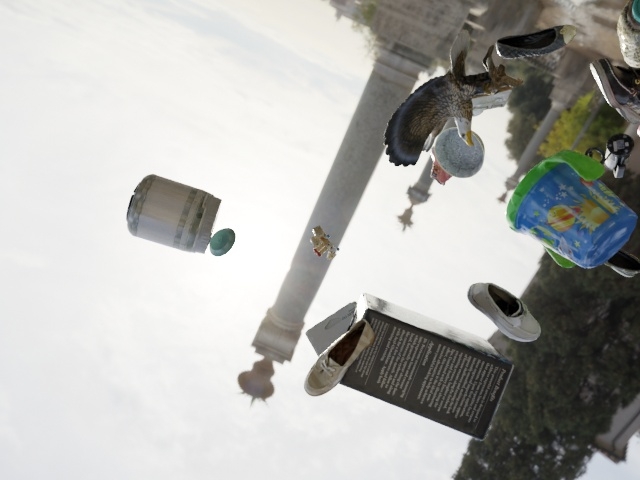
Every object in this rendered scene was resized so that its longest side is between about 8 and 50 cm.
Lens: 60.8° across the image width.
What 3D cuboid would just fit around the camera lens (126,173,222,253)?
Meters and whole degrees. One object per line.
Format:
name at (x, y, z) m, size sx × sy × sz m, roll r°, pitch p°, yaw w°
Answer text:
camera lens at (-0.488, -0.087, 1.820) m, size 0.275 × 0.219 × 0.219 m, roll 18°, pitch -157°, yaw -9°

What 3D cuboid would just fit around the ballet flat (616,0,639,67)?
ballet flat at (0.774, -0.348, 0.925) m, size 0.483 × 0.164 × 0.182 m, roll 12°, pitch 160°, yaw 32°

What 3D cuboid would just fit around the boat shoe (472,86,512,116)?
boat shoe at (0.501, -0.449, 1.795) m, size 0.277 × 0.096 × 0.098 m, roll -12°, pitch -141°, yaw -13°

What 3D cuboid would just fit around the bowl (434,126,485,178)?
bowl at (0.453, -0.288, 1.716) m, size 0.170 × 0.170 × 0.080 m, roll 34°, pitch -131°, yaw 24°

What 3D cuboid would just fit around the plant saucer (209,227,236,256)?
plant saucer at (-0.359, 0.001, 1.968) m, size 0.119 × 0.119 × 0.021 m, roll 45°, pitch 179°, yaw 41°

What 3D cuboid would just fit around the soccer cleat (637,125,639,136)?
soccer cleat at (1.063, -0.339, 1.542) m, size 0.331 × 0.116 × 0.143 m, roll -19°, pitch -124°, yaw -15°

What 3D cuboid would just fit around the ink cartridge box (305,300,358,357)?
ink cartridge box at (0.088, 0.335, 1.831) m, size 0.114 × 0.197 × 0.273 m, roll 57°, pitch 180°, yaw 30°

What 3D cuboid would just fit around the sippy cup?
sippy cup at (0.611, -0.059, 1.313) m, size 0.306 × 0.240 × 0.224 m, roll 19°, pitch -156°, yaw -46°

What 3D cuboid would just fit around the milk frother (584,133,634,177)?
milk frother at (1.011, -0.295, 1.923) m, size 0.143 × 0.129 × 0.135 m, roll 15°, pitch 169°, yaw 26°

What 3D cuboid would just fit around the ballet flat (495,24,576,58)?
ballet flat at (0.481, -0.447, 1.227) m, size 0.173 × 0.057 × 0.049 m, roll -4°, pitch 160°, yaw 38°

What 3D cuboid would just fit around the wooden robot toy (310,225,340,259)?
wooden robot toy at (0.000, 0.000, 1.878) m, size 0.079 × 0.076 × 0.173 m, roll 58°, pitch -176°, yaw 39°

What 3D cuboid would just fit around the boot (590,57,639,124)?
boot at (1.013, -0.509, 1.647) m, size 0.378 × 0.284 × 0.138 m, roll 19°, pitch -127°, yaw -40°

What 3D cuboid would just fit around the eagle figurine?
eagle figurine at (0.293, -0.311, 1.282) m, size 0.226 × 0.298 × 0.225 m, roll 28°, pitch -125°, yaw -38°

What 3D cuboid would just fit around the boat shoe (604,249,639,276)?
boat shoe at (0.999, 0.049, 1.890) m, size 0.228 × 0.081 × 0.068 m, roll 27°, pitch 169°, yaw 10°

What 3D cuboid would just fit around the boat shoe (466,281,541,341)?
boat shoe at (0.540, 0.199, 1.549) m, size 0.268 × 0.088 × 0.096 m, roll 39°, pitch -117°, yaw -13°

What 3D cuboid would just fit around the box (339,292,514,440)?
box at (0.264, 0.323, 1.478) m, size 0.396 × 0.211 × 0.293 m, roll 21°, pitch -177°, yaw 1°

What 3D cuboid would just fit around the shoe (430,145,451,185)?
shoe at (0.441, -0.272, 2.028) m, size 0.063 × 0.081 × 0.178 m, roll 40°, pitch -178°, yaw 43°

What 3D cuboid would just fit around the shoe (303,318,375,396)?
shoe at (0.040, 0.264, 1.251) m, size 0.077 × 0.058 × 0.219 m, roll 33°, pitch -118°, yaw 30°
